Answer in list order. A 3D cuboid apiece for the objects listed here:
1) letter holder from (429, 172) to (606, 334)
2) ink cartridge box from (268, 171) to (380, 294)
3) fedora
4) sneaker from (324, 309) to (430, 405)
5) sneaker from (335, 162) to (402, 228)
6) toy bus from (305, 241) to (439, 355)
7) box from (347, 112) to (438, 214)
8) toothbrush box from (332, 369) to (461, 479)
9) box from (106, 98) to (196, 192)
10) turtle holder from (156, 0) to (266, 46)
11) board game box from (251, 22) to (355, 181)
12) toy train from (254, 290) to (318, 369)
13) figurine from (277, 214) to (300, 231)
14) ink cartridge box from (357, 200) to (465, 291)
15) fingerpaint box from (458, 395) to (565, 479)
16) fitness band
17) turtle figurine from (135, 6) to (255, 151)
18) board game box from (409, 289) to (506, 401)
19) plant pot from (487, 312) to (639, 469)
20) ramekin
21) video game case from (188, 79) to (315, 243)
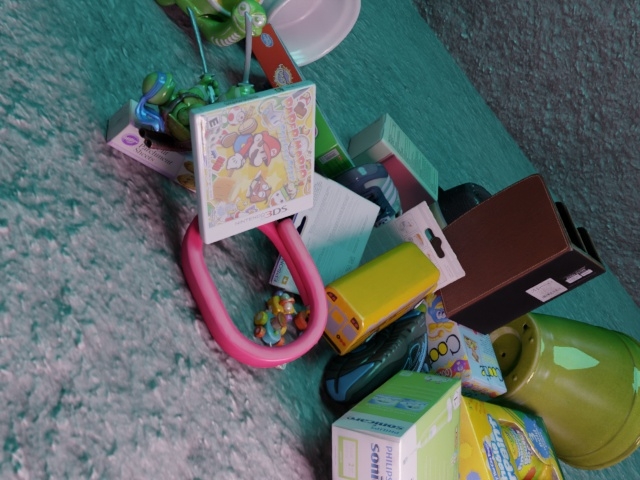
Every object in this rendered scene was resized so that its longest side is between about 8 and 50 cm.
[{"bbox_3d":[0.401,0.028,1.542,0.152,0.301,0.215,25,42,-40],"label":"letter holder"},{"bbox_3d":[0.000,0.000,1.376,0.224,0.045,0.223,25,86,-48],"label":"ink cartridge box"},{"bbox_3d":[0.451,-0.052,2.148,0.334,0.152,0.334,37,35,-32],"label":"fedora"},{"bbox_3d":[0.132,0.247,1.396,0.340,0.125,0.140,-26,102,-53],"label":"sneaker"},{"bbox_3d":[0.130,-0.091,1.686,0.319,0.112,0.131,16,53,-68],"label":"sneaker"},{"bbox_3d":[0.117,0.097,1.379,0.108,0.130,0.332,48,40,15],"label":"toy bus"},{"bbox_3d":[0.191,-0.189,1.906,0.232,0.126,0.149,45,32,-22],"label":"box"},{"bbox_3d":[0.133,0.359,1.203,0.283,0.122,0.206,-19,111,-61],"label":"toothbrush box"},{"bbox_3d":[-0.221,-0.132,1.281,0.324,0.067,0.063,31,39,-41],"label":"box"},{"bbox_3d":[-0.219,-0.569,1.540,0.243,0.227,0.320,41,33,-29],"label":"turtle holder"},{"bbox_3d":[-0.036,-0.295,1.622,0.317,0.064,0.242,62,7,14],"label":"board game box"},{"bbox_3d":[-0.050,0.150,1.288,0.125,0.046,0.166,55,28,-4],"label":"toy train"},{"bbox_3d":[-0.048,-0.107,1.509,0.209,0.092,0.215,51,28,-4],"label":"figurine"},{"bbox_3d":[0.182,0.043,1.563,0.181,0.224,0.056,62,26,7],"label":"ink cartridge box"},{"bbox_3d":[0.371,0.557,1.419,0.371,0.163,0.445,25,43,-45],"label":"fingerpaint box"},{"bbox_3d":[-0.109,0.066,1.195,0.209,0.054,0.291,-19,75,-31],"label":"fitness band"},{"bbox_3d":[-0.142,-0.219,1.190,0.266,0.197,0.275,50,52,-37],"label":"turtle figurine"},{"bbox_3d":[0.285,0.225,1.631,0.144,0.142,0.275,27,41,-41],"label":"board game box"},{"bbox_3d":[0.563,0.335,1.789,0.352,0.366,0.367,26,40,-26],"label":"plant pot"},{"bbox_3d":[-0.054,-0.560,1.753,0.277,0.277,0.135,1,54,-57],"label":"ramekin"},{"bbox_3d":[-0.099,-0.120,1.131,0.206,0.227,0.026,-21,41,-28],"label":"video game case"}]
